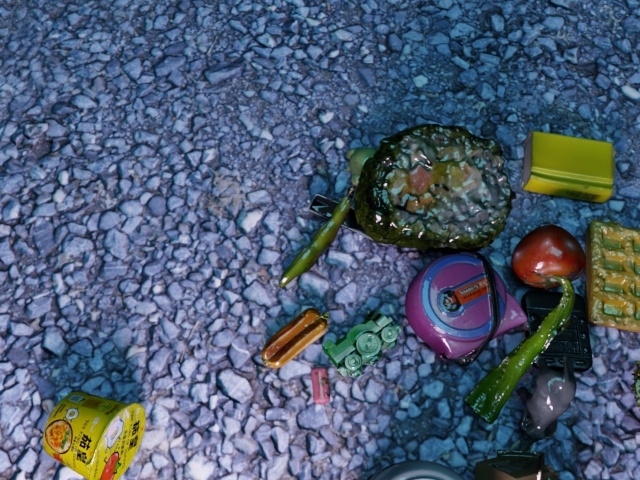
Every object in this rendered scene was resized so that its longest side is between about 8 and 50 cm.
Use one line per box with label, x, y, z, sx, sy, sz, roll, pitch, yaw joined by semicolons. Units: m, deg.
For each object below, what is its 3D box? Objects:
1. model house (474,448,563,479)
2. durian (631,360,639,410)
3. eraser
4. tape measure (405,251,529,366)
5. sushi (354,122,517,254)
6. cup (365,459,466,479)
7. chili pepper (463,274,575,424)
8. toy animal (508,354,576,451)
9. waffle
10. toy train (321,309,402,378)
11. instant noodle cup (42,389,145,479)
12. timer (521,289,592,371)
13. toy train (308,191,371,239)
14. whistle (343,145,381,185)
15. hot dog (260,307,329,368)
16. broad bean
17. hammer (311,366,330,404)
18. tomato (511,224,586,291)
model house;0.455;0.527;1.352;0.248;0.176;0.181;-2;95;-32
durian;0.784;0.315;1.406;0.224;0.291;0.291;4;66;15
eraser;0.636;-0.190;1.712;0.226;0.069;0.158;9;64;3
tape measure;0.317;0.154;1.520;0.231;0.149;0.245;-23;76;-14
sushi;0.267;-0.122;1.565;0.352;0.178;0.294;7;80;-11
cup;0.133;0.564;1.263;0.357;0.274;0.259;-14;67;-8
chili pepper;0.442;0.238;1.449;0.085;0.076;0.359;40;101;39
toy animal;0.472;0.365;1.441;0.082;0.137;0.269;22;108;5
waffle;0.723;0.088;1.600;0.168;0.057;0.274;9;67;3
toy train;0.098;0.233;1.518;0.178;0.071;0.104;-36;62;-14
instant noodle cup;-0.474;0.400;1.379;0.144;0.182;0.182;17;67;15
timer;0.545;0.211;1.548;0.144;0.055;0.187;4;63;-2
toy train;0.093;-0.042;1.648;0.252;0.048;0.055;25;72;3
whistle;0.170;-0.198;1.694;0.227;0.085;0.105;-8;68;-3
hot dog;-0.057;0.222;1.524;0.188;0.055;0.072;-37;75;-16
broad bean;0.000;0.001;1.596;0.043;0.060;0.297;36;87;34
hammer;0.001;0.325;1.490;0.043;0.043;0.083;-5;65;-3
tomato;0.539;0.036;1.566;0.167;0.167;0.167;1;67;-1
